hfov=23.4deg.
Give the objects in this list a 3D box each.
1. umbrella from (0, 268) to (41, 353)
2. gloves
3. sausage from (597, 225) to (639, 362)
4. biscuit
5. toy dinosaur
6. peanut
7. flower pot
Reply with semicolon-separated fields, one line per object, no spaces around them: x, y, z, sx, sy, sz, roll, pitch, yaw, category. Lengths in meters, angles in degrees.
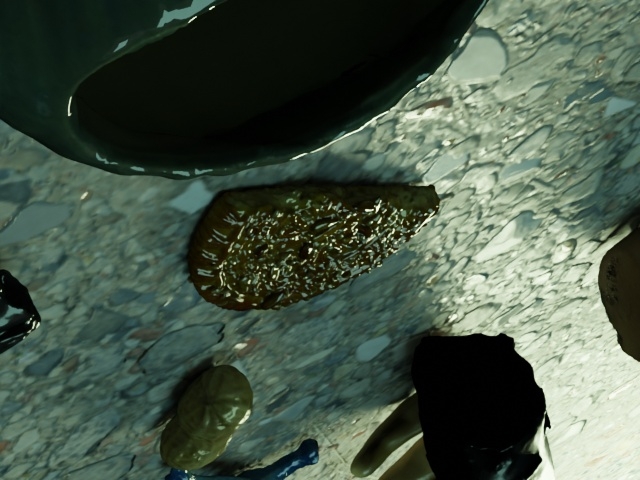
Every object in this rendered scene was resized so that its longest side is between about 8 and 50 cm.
-0.264;0.091;0.852;0.235;0.059;0.066;-35;138;3;umbrella
0.126;0.217;1.365;0.152;0.197;0.301;-4;143;-28;gloves
0.362;0.005;1.334;0.253;0.123;0.123;-32;155;-3;sausage
-0.011;0.007;1.025;0.206;0.025;0.126;-3;143;-45;biscuit
-0.061;0.254;1.367;0.144;0.076;0.329;-18;150;-14;toy dinosaur
-0.086;0.133;1.144;0.054;0.054;0.113;-11;148;-38;peanut
-0.036;-0.123;0.604;0.243;0.157;0.189;-17;150;-27;flower pot
